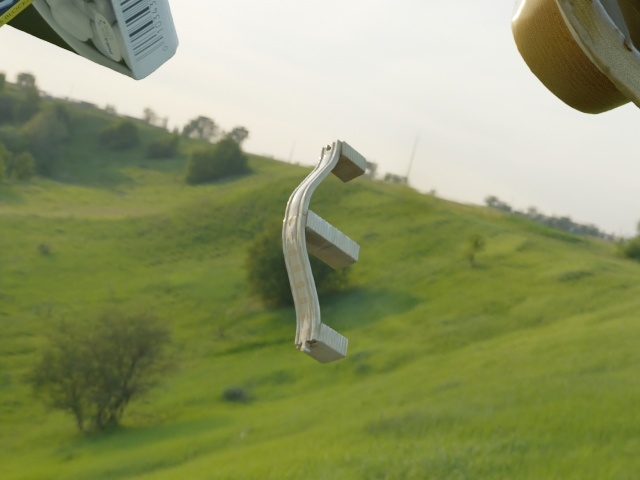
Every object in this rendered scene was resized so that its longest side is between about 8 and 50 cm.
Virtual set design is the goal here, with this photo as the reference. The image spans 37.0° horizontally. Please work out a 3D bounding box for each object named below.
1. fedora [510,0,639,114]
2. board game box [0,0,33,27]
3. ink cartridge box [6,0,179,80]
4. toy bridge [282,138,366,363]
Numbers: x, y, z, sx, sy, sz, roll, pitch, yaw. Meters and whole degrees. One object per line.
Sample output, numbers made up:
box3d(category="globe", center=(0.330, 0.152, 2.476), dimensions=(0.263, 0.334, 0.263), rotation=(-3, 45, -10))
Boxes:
box3d(category="fedora", center=(0.181, -0.148, 0.634), dimensions=(0.194, 0.194, 0.079), rotation=(11, -31, -36))
box3d(category="board game box", center=(-0.169, -0.142, 0.368), dimensions=(0.141, 0.170, 0.048), rotation=(43, -12, 9))
box3d(category="ink cartridge box", center=(-0.185, -0.211, 0.539), dimensions=(0.208, 0.045, 0.206), rotation=(26, -35, 30))
box3d(category="toy bridge", center=(0.000, 0.000, 0.719), dimensions=(0.026, 0.188, 0.063), rotation=(-22, -43, 37))
